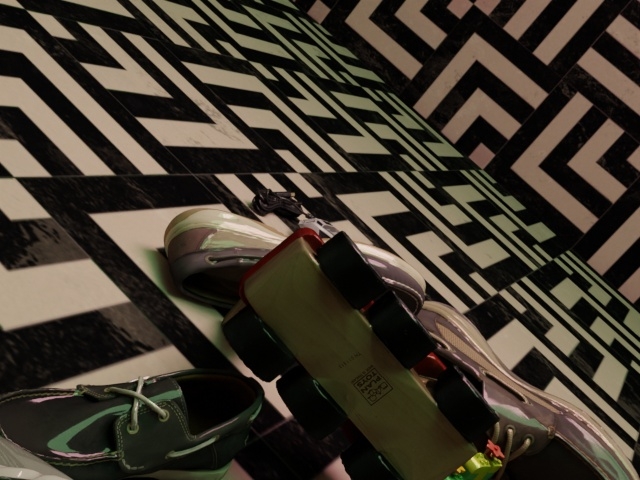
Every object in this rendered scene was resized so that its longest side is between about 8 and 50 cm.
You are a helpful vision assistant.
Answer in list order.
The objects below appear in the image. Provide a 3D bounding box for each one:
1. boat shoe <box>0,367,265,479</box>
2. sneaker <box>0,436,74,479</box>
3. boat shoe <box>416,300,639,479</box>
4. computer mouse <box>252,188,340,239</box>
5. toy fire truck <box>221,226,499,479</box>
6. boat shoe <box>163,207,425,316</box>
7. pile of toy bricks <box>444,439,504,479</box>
[{"bbox_3d":[-0.131,0.118,0.645,0.233,0.079,0.084,13,34,-52],"label":"boat shoe"},{"bbox_3d":[-0.219,0.119,0.471,0.272,0.100,0.108,31,-12,-7],"label":"sneaker"},{"bbox_3d":[0.177,0.204,1.010,0.355,0.132,0.130,39,26,30],"label":"boat shoe"},{"bbox_3d":[0.000,0.000,1.255,0.193,0.042,0.106,39,12,16],"label":"computer mouse"},{"bbox_3d":[0.008,0.094,0.819,0.217,0.158,0.246,49,4,-13],"label":"toy fire truck"},{"bbox_3d":[-0.022,0.048,0.972,0.285,0.103,0.092,17,42,-21],"label":"boat shoe"},{"bbox_3d":[0.120,0.221,0.847,0.212,0.105,0.118,14,31,-54],"label":"pile of toy bricks"}]
